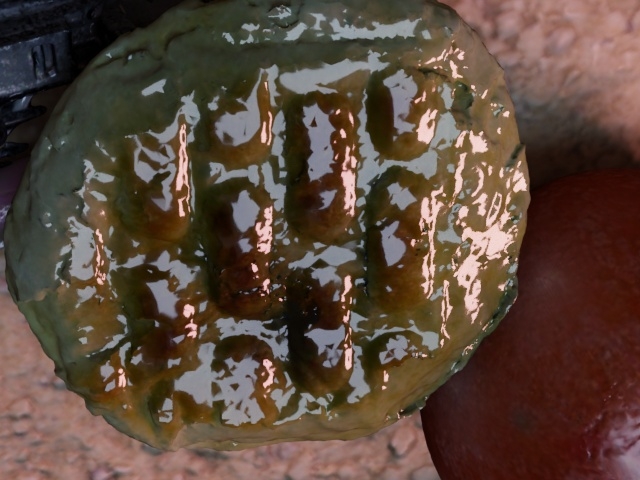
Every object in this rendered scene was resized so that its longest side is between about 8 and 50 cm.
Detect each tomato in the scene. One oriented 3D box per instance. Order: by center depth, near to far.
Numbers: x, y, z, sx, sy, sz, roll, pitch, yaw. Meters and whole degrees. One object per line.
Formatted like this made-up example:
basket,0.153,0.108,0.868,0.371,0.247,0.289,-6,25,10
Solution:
tomato,0.194,0.091,1.156,0.265,0.265,0.265,-8,126,-12

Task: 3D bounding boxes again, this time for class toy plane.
toy plane,-0.157,-0.104,1.016,0.246,0.078,0.169,-11,126,-9

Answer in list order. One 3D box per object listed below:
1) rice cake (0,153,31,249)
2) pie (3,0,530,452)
rice cake,-0.195,-0.016,1.081,0.270,0.055,0.049,-20,123,0
pie,-0.024,-0.003,1.022,0.306,0.071,0.306,-2,117,-4
